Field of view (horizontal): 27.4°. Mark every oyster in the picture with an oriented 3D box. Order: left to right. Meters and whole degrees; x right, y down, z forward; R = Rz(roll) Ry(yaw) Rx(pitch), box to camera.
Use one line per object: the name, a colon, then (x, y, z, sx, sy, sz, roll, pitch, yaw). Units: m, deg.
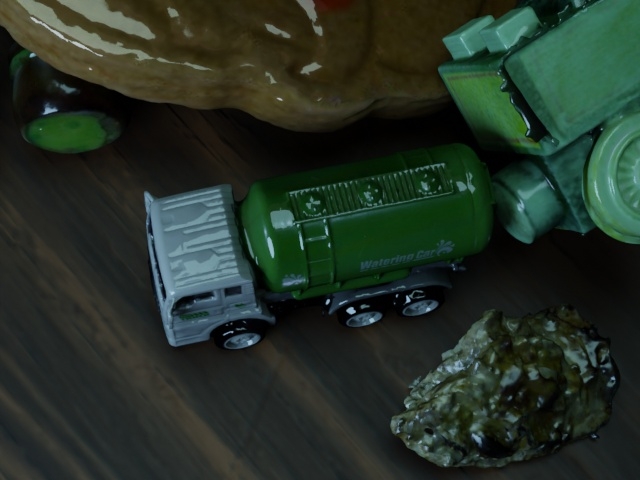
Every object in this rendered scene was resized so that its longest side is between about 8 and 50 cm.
oyster: (0.129, 0.102, 0.920, 0.177, 0.056, 0.105, -11, 74, -14)

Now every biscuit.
biscuit: (-0.049, -0.239, 1.003, 0.455, 0.078, 0.350, -3, 67, -21)

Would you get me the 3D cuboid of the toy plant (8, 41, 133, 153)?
toy plant: (-0.189, -0.151, 0.993, 0.092, 0.093, 0.162, -3, 66, -5)

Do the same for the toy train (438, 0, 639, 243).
toy train: (0.226, -0.114, 0.933, 0.271, 0.159, 0.188, -33, 103, -9)

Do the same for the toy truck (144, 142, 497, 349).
toy truck: (0.000, 0.000, 0.916, 0.242, 0.125, 0.101, -12, 68, -6)
